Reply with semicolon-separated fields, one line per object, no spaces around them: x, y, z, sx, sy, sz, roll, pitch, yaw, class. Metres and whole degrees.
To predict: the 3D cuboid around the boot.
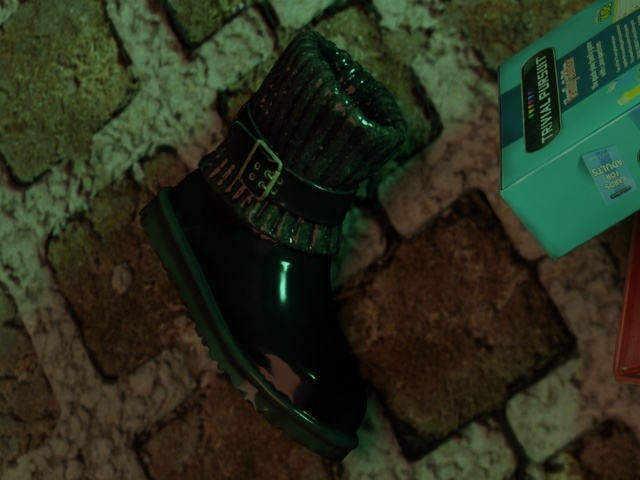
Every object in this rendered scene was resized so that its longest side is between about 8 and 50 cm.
-0.003;-0.002;1.510;0.260;0.131;0.348;-43;62;16;boot

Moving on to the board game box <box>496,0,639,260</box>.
0.299;-0.153;1.310;0.336;0.254;0.079;-33;110;21;board game box

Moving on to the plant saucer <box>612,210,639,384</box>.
0.344;-0.005;1.304;0.258;0.047;0.259;-2;77;62;plant saucer
